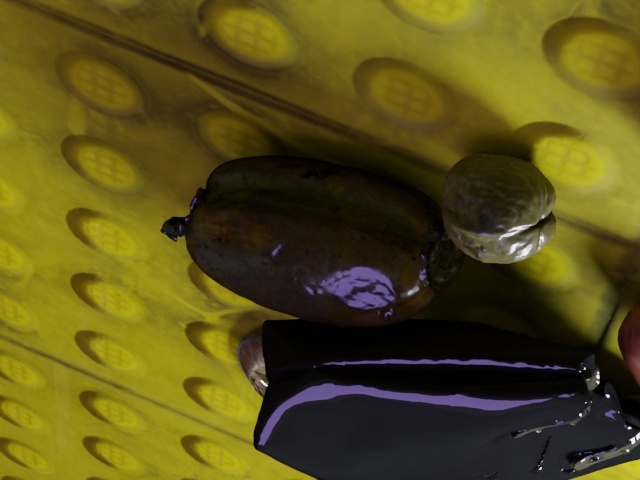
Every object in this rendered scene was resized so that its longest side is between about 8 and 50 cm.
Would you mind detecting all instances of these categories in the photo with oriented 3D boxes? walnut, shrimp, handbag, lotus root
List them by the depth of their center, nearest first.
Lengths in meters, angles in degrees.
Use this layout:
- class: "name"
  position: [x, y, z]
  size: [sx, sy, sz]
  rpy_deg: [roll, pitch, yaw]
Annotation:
- class: "walnut"
  position: [0.133, -0.024, 1.414]
  size: [0.092, 0.092, 0.092]
  rpy_deg: [20, 151, 12]
- class: "lotus root"
  position: [0.000, 0.000, 1.513]
  size: [0.241, 0.124, 0.123]
  rpy_deg: [14, 157, 25]
- class: "handbag"
  position: [0.127, 0.138, 1.582]
  size: [0.288, 0.152, 0.342]
  rpy_deg: [-3, 165, 24]
- class: "shrimp"
  position: [-0.006, 0.172, 1.888]
  size: [0.143, 0.052, 0.251]
  rpy_deg: [19, 144, 35]

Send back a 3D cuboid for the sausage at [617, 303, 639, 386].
- class: "sausage"
  position: [0.298, 0.114, 1.515]
  size: [0.077, 0.077, 0.194]
  rpy_deg: [1, 142, 38]
